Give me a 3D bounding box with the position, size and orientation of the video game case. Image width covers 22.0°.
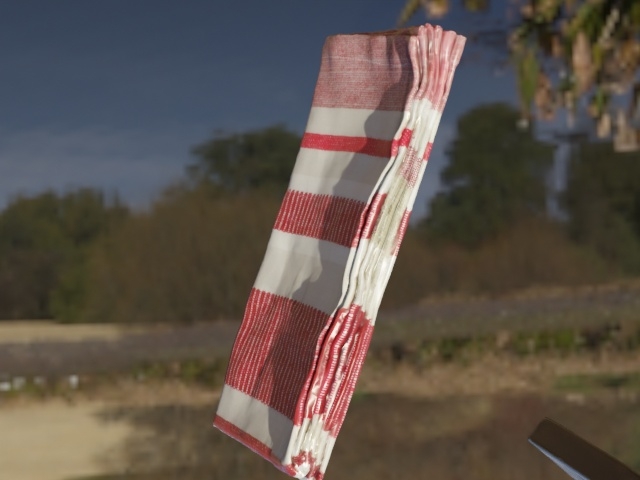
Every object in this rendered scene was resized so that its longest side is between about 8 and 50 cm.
[{"bbox_3d":[0.346,0.286,1.622,0.248,0.035,0.275,40,177,-13],"label":"video game case"}]

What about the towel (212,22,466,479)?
[{"bbox_3d":[0.000,0.000,1.217,0.037,0.329,0.237,18,178,-18],"label":"towel"}]
